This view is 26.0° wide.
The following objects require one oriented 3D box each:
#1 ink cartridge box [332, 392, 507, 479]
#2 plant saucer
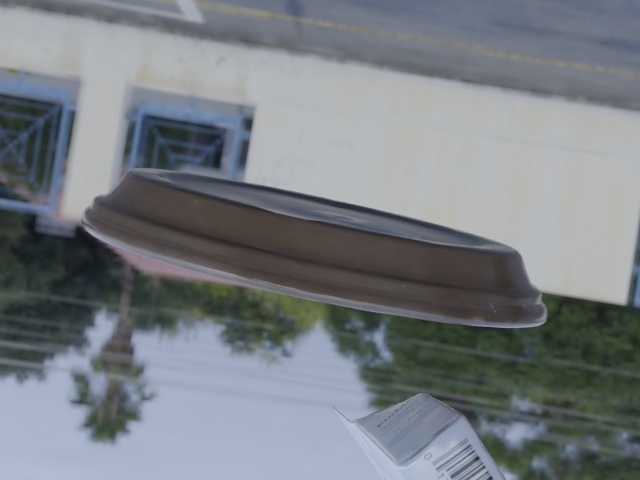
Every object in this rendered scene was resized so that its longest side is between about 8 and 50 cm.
[{"bbox_3d":[0.096,0.185,0.910,0.066,0.189,0.232,-34,-173,-2],"label":"ink cartridge box"},{"bbox_3d":[0.000,0.000,0.815,0.277,0.041,0.278,13,-175,-1],"label":"plant saucer"}]
